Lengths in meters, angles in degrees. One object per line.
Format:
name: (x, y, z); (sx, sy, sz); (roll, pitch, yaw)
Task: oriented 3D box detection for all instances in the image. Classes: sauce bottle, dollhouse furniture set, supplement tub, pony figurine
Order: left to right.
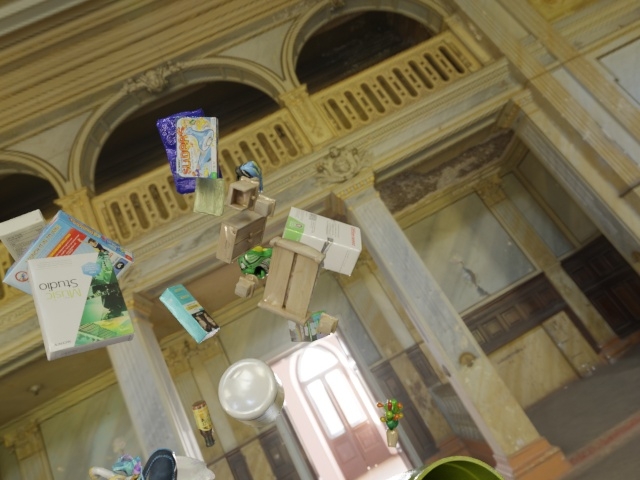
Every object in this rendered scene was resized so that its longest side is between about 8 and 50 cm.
pony figurine: (-0.553, 0.794, 1.334); (0.363, 0.303, 0.351); (-22, -55, 34)
sauce bottle: (-0.326, 0.517, 1.233); (0.042, 0.128, 0.042); (-16, 6, 2)
supplement tub: (-0.276, 0.646, 1.830); (0.235, 0.235, 0.325); (-26, -29, -10)
dollhouse furniture set: (-0.068, 0.024, 1.145); (0.174, 0.355, 0.303); (-41, -30, -61)

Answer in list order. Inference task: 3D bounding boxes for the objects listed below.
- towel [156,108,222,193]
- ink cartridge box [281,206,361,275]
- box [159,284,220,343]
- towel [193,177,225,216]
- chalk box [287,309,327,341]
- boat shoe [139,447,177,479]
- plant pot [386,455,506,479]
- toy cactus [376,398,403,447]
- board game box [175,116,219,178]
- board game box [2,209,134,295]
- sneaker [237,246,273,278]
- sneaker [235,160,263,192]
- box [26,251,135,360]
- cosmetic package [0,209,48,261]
towel: (-0.510, -0.333, 1.689); (0.228, 0.308, 0.076); (-6, 18, 29)
ink cartridge box: (0.000, 0.000, 1.584); (0.198, 0.273, 0.115); (-83, 12, -63)
box: (-0.520, 0.288, 1.738); (0.060, 0.244, 0.100); (-47, -9, 15)
towel: (-0.393, -0.160, 1.554); (0.110, 0.148, 0.027); (8, -16, -27)
chalk box: (-0.044, 0.426, 2.174); (0.132, 0.132, 0.213); (-9, -3, -44)
boat shoe: (-0.405, 0.652, 1.072); (0.109, 0.258, 0.089); (9, -1, -14)
plant pot: (0.250, 0.726, 1.058); (0.366, 0.366, 0.353); (-18, -16, -30)
toy cactus: (0.280, 0.731, 1.756); (0.112, 0.180, 0.219); (2, -22, 7)
board game box: (-0.413, -0.310, 1.466); (0.136, 0.201, 0.035); (1, 8, 0)
board game box: (-0.922, 0.096, 1.621); (0.308, 0.086, 0.302); (-47, -56, 3)
sneaker: (-0.277, 0.110, 2.021); (0.134, 0.146, 0.343); (-16, -13, 25)
sneaker: (-0.231, -0.205, 1.422); (0.078, 0.067, 0.188); (-8, -14, 3)
box: (-0.738, 0.186, 1.344); (0.232, 0.322, 0.058); (-8, -31, -42)
cosmetic package: (-1.133, 0.052, 1.759); (0.160, 0.113, 0.309); (-27, -50, -25)
